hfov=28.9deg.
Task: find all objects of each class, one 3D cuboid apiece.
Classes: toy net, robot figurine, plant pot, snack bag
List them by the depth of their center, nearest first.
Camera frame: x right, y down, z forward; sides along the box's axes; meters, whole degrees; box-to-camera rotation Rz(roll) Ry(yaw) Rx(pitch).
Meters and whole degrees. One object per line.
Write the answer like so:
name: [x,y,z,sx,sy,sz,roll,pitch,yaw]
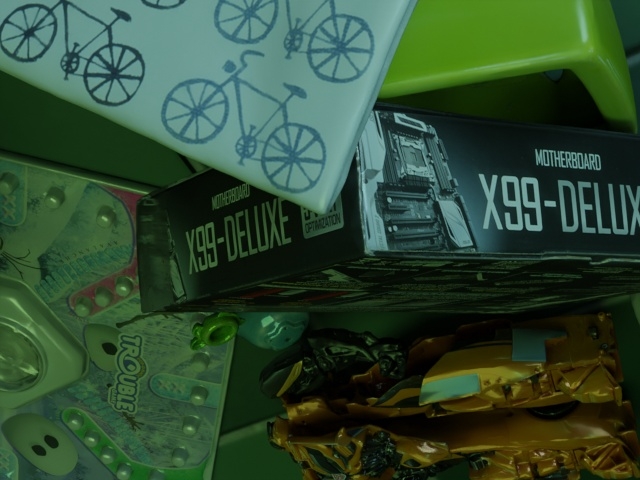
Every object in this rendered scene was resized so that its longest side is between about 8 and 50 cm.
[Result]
snack bag: [-0.055,-0.222,0.601,0.323,0.037,0.343,26,91,25]
plant pot: [0.042,-0.154,0.688,0.228,0.227,0.207,-9,82,17]
toy net: [0.000,0.000,0.913,0.122,0.045,0.232,17,125,-47]
robot figurine: [0.095,0.141,0.974,0.291,0.085,0.211,-12,134,14]

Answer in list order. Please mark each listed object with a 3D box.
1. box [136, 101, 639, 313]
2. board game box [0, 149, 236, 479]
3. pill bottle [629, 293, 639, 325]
box: [0.080,-0.004,0.738,0.307,0.077,0.242,2,170,-32]
board game box: [-0.273,0.098,1.058,0.390,0.050,0.390,14,126,2]
pill bottle: [0.339,-0.017,0.779,0.162,0.162,0.278,31,126,-11]
